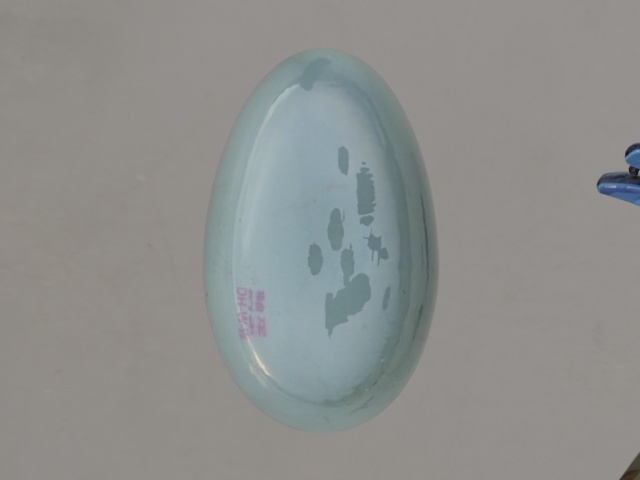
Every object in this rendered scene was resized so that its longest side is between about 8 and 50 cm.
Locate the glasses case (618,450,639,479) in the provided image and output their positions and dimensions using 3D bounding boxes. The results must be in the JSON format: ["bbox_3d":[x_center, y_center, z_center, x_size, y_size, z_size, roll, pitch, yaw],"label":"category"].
[{"bbox_3d":[0.217,0.200,0.708,0.425,0.098,0.156,-41,101,-36],"label":"glasses case"}]

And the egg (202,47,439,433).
[{"bbox_3d":[0.000,0.000,1.224,0.229,0.230,0.371,-1,89,4],"label":"egg"}]

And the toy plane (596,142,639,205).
[{"bbox_3d":[0.324,-0.055,0.904,0.169,0.246,0.078,25,53,-27],"label":"toy plane"}]
